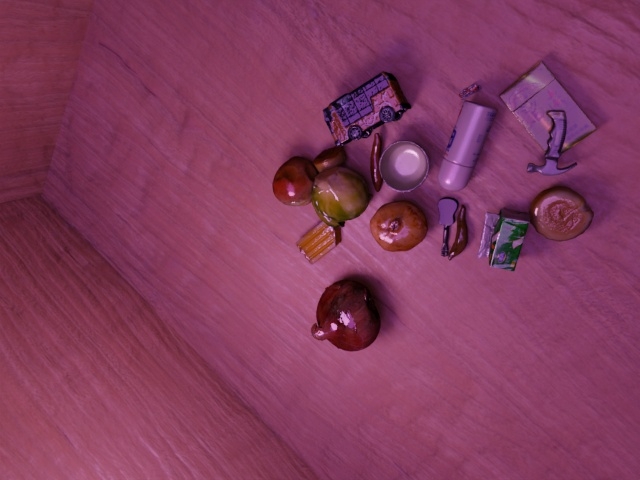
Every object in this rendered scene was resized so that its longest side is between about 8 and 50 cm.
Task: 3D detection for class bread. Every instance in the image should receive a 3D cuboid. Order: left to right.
[{"bbox_3d":[0.039,-0.363,1.855,0.156,0.125,0.086,-19,117,26],"label":"bread"},{"bbox_3d":[0.894,-0.099,1.542,0.213,0.105,0.214,7,112,18],"label":"bread"}]

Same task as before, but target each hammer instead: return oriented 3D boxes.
[{"bbox_3d":[0.836,-0.345,1.467,0.158,0.041,0.227,7,113,25],"label":"hammer"}]

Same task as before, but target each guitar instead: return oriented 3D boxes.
[{"bbox_3d":[0.541,-0.050,1.771,0.083,0.038,0.272,8,111,25],"label":"guitar"}]

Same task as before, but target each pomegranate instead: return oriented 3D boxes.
[{"bbox_3d":[0.333,-0.061,1.757,0.247,0.248,0.249,9,112,23],"label":"pomegranate"}]

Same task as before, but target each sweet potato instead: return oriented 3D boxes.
[{"bbox_3d":[0.244,-0.336,1.797,0.057,0.057,0.265,4,117,25],"label":"sweet potato"},{"bbox_3d":[0.596,-0.026,1.741,0.069,0.059,0.250,36,127,54],"label":"sweet potato"}]

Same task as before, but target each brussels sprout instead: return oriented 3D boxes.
[{"bbox_3d":[0.088,-0.196,1.837,0.259,0.227,0.295,-15,130,20],"label":"brussels sprout"}]

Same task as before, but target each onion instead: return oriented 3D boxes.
[{"bbox_3d":[0.129,0.356,1.989,0.353,0.353,0.354,9,112,23],"label":"onion"}]

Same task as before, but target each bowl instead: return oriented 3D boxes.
[{"bbox_3d":[0.360,-0.317,1.718,0.211,0.112,0.212,10,112,24],"label":"bowl"}]

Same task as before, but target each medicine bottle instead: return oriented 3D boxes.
[{"bbox_3d":[0.559,-0.356,1.597,0.130,0.130,0.341,22,117,17],"label":"medicine bottle"}]

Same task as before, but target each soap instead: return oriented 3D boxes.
[{"bbox_3d":[0.000,0.000,2.033,0.232,0.073,0.140,-39,90,31],"label":"soap"}]

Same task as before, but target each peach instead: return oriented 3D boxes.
[{"bbox_3d":[-0.112,-0.279,1.922,0.214,0.214,0.236,7,77,24],"label":"peach"}]

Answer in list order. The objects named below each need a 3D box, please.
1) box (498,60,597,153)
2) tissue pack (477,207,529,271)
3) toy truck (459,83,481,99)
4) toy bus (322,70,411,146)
[{"bbox_3d":[0.815,-0.464,1.482,0.173,0.043,0.311,-39,89,32],"label":"box"},{"bbox_3d":[0.718,-0.011,1.634,0.156,0.148,0.209,14,114,19],"label":"tissue pack"},{"bbox_3d":[0.572,-0.571,1.572,0.083,0.024,0.032,-30,116,33],"label":"toy truck"},{"bbox_3d":[0.185,-0.536,1.698,0.323,0.162,0.194,-23,97,29],"label":"toy bus"}]
